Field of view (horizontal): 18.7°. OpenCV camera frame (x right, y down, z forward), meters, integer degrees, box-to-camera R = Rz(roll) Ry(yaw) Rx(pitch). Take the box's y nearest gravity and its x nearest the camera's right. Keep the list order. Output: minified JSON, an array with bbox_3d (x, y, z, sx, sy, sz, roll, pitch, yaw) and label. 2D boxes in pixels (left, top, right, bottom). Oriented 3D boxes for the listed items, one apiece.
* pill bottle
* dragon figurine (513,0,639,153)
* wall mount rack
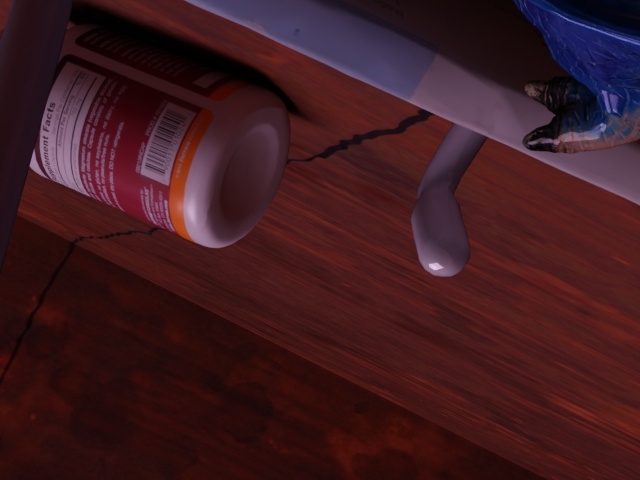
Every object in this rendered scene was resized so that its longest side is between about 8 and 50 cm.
[{"bbox_3d":[-0.098,-0.060,0.994,0.152,0.086,0.086,23,172,24],"label":"pill bottle"},{"bbox_3d":[0.083,-0.062,0.375,0.289,0.085,0.144,22,172,34],"label":"dragon figurine"},{"bbox_3d":[0.000,0.000,0.492,0.350,0.130,0.304,21,-155,-23],"label":"wall mount rack"}]
